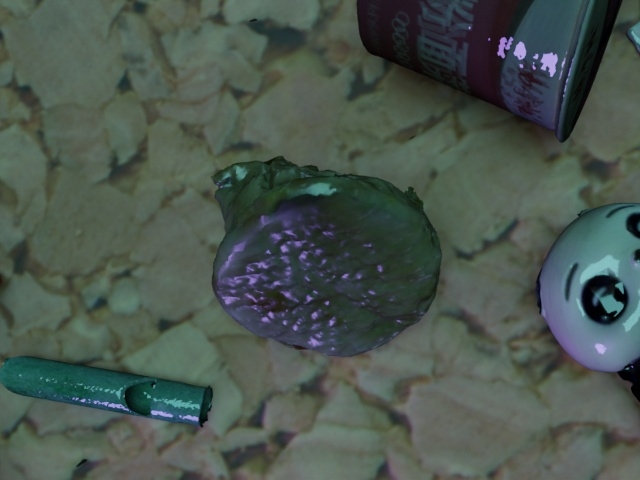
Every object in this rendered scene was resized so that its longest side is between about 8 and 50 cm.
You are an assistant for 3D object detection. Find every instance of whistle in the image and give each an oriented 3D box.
[{"bbox_3d":[-0.190,0.131,0.774,0.186,0.039,0.039,9,85,8],"label":"whistle"}]

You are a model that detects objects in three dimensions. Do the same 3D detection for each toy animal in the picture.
[{"bbox_3d":[0.253,0.058,0.678,0.179,0.138,0.166,42,74,4],"label":"toy animal"}]

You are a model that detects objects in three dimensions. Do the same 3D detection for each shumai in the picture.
[{"bbox_3d":[0.000,0.000,0.731,0.201,0.201,0.120,-7,43,6],"label":"shumai"}]

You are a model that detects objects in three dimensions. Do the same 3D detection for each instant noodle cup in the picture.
[{"bbox_3d":[0.144,-0.211,0.686,0.178,0.235,0.234,18,86,18],"label":"instant noodle cup"}]

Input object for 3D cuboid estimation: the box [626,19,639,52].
[{"bbox_3d":[0.404,-0.233,0.656,0.262,0.206,0.291,15,89,8],"label":"box"}]
